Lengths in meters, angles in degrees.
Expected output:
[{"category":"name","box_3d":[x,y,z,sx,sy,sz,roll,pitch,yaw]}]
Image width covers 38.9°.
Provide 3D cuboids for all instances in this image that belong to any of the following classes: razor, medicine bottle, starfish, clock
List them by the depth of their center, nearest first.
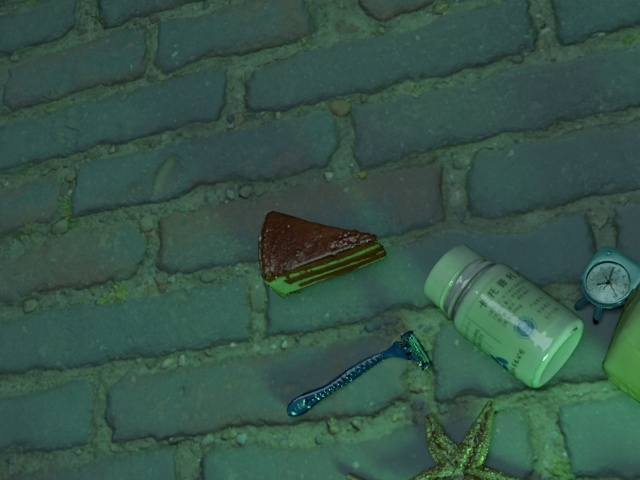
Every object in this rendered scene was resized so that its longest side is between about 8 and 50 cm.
[{"category":"starfish","box_3d":[0.290,0.427,1.768,0.295,0.048,0.231,-4,69,18]},{"category":"medicine bottle","box_3d":[0.356,0.141,1.784,0.293,0.170,0.170,39,87,28]},{"category":"clock","box_3d":[0.567,0.091,1.796,0.108,0.045,0.147,38,87,28]},{"category":"razor","box_3d":[0.070,0.285,1.903,0.324,0.093,0.056,-28,23,12]}]

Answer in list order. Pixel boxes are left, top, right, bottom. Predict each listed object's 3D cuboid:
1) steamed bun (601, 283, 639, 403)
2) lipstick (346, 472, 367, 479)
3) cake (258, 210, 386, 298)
[{"category":"steamed bun","box_3d":[0.654,0.187,1.607,0.290,0.272,0.273,28,82,30]},{"category":"lipstick","box_3d":[0.096,0.495,1.828,0.094,0.019,0.019,19,78,25]},{"category":"cake","box_3d":[0.000,0.000,1.973,0.262,0.158,0.159,-20,66,10]}]
